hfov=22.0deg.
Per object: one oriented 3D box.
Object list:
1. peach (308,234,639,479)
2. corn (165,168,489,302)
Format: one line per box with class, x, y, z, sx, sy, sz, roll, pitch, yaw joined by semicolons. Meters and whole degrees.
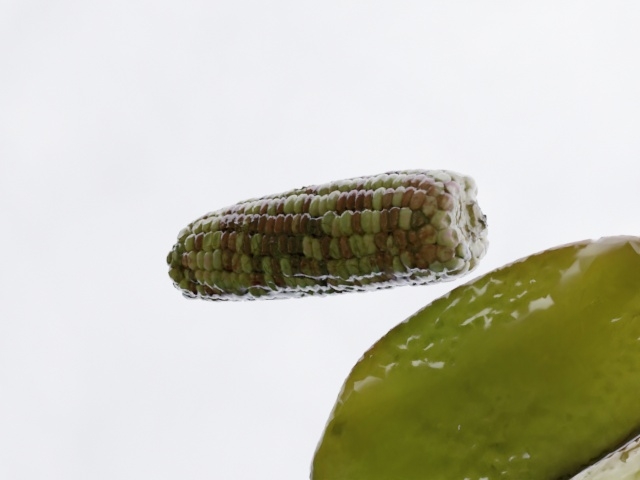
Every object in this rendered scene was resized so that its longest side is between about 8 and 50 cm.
peach;0.128;0.084;0.775;0.267;0.159;0.154;-36;-132;10
corn;0.000;0.000;1.197;0.253;0.086;0.086;-8;-82;29
